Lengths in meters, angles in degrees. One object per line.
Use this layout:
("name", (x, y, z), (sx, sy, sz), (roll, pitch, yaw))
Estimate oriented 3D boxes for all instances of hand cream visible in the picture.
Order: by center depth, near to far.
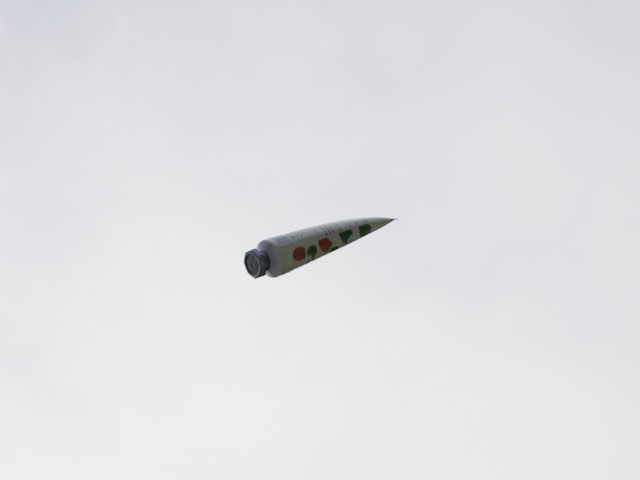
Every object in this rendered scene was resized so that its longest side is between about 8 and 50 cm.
("hand cream", (0.000, 0.000, 1.307), (0.276, 0.095, 0.059), (-20, -79, -40))
